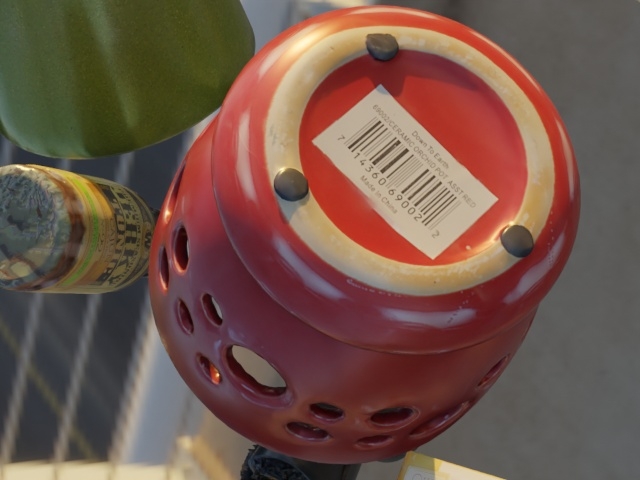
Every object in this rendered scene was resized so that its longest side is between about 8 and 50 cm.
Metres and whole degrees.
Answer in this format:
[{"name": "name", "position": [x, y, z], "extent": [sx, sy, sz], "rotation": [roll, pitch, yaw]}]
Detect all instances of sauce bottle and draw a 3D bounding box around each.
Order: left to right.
[{"name": "sauce bottle", "position": [-0.213, -0.007, 1.690], "extent": [0.111, 0.344, 0.111], "rotation": [0, 89, 14]}]

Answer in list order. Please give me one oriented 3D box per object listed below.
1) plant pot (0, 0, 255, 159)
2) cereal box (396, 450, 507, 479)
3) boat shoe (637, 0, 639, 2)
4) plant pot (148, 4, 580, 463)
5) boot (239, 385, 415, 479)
[{"name": "plant pot", "position": [-0.226, -0.277, 1.765], "extent": [0.275, 0.275, 0.293], "rotation": [43, 156, 45]}, {"name": "cereal box", "position": [0.122, 0.268, 1.435], "extent": [0.240, 0.047, 0.173], "rotation": [10, 77, 57]}, {"name": "boat shoe", "position": [0.290, -0.263, 1.729], "extent": [0.043, 0.137, 0.049], "rotation": [-54, 10, -19]}, {"name": "plant pot", "position": [0.024, -0.007, 0.884], "extent": [0.174, 0.191, 0.191], "rotation": [122, 134, -62]}, {"name": "boot", "position": [0.011, 0.190, 1.676], "extent": [0.094, 0.207, 0.246], "rotation": [10, 146, 21]}]
